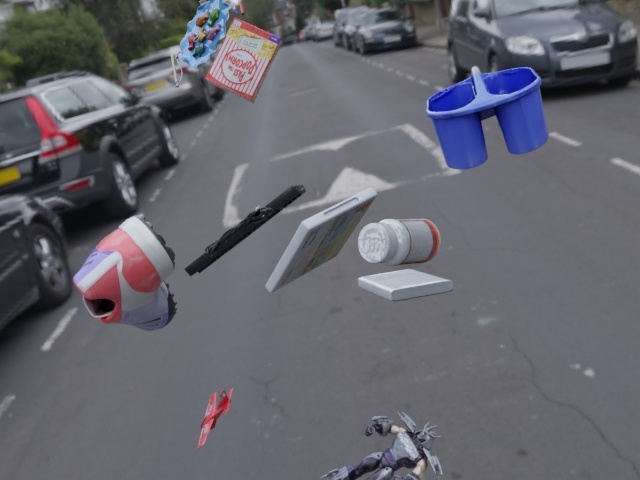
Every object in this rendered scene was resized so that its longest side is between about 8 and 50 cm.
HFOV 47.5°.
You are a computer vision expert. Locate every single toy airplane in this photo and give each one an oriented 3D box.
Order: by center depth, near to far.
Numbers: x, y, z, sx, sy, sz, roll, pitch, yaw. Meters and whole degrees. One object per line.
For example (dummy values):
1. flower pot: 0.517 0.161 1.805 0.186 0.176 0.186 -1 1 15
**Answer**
1. toy airplane: -0.219 0.360 1.511 0.028 0.151 0.151 25 12 -12

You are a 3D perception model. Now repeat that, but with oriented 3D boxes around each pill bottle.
1. pill bottle: 0.203 0.003 1.876 0.121 0.121 0.221 1 3 43

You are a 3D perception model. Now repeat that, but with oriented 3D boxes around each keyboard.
1. keyboard: -0.168 -0.019 1.595 0.317 0.033 0.201 -37 -3 14

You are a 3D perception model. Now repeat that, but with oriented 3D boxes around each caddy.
1. caddy: 0.354 -0.287 1.567 0.241 0.179 0.341 -14 18 13

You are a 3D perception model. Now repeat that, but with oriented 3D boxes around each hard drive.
1. hard drive: 0.265 0.140 2.335 0.203 0.040 0.307 -9 7 -15

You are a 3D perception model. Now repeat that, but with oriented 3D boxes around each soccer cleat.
1. soccer cleat: -0.266 0.070 0.984 0.116 0.108 0.318 -38 -8 -22

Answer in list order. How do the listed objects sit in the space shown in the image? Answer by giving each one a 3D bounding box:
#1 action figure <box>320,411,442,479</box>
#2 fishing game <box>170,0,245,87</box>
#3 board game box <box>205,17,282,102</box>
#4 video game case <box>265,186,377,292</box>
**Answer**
1. action figure: 0.129 0.469 1.512 0.285 0.099 0.185 -35 37 2
2. fishing game: -0.278 -0.496 1.705 0.264 0.041 0.189 -37 49 30
3. board game box: -0.214 -0.504 2.040 0.147 0.193 0.045 24 -3 4
4. video game case: 0.000 0.000 1.489 0.206 0.026 0.227 -28 -21 -40
